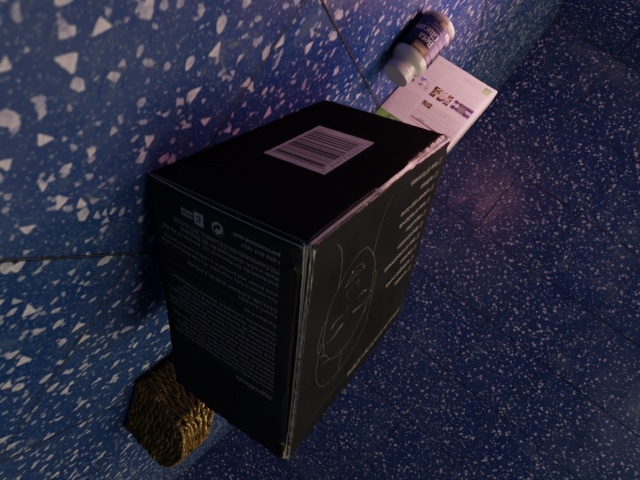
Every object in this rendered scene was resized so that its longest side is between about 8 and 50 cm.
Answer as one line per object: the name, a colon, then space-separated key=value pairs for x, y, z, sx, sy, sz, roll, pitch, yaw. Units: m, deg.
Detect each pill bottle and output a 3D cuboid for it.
pill bottle: x=0.231 y=-0.452 z=1.090 sx=0.169 sy=0.094 sz=0.094 roll=-50 pitch=168 yaw=-5

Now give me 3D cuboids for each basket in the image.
basket: x=-0.381 y=0.466 z=1.291 sx=0.223 sy=0.213 sz=0.299 roll=-36 pitch=161 yaw=-49

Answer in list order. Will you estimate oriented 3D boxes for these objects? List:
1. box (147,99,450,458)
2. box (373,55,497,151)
box: x=-0.022 y=0.042 z=0.879 sx=0.480 sy=0.298 sz=0.471 roll=-39 pitch=144 yaw=-45
box: x=0.313 y=-0.368 z=1.315 sx=0.322 sy=0.232 sz=0.058 roll=-48 pitch=167 yaw=-13
